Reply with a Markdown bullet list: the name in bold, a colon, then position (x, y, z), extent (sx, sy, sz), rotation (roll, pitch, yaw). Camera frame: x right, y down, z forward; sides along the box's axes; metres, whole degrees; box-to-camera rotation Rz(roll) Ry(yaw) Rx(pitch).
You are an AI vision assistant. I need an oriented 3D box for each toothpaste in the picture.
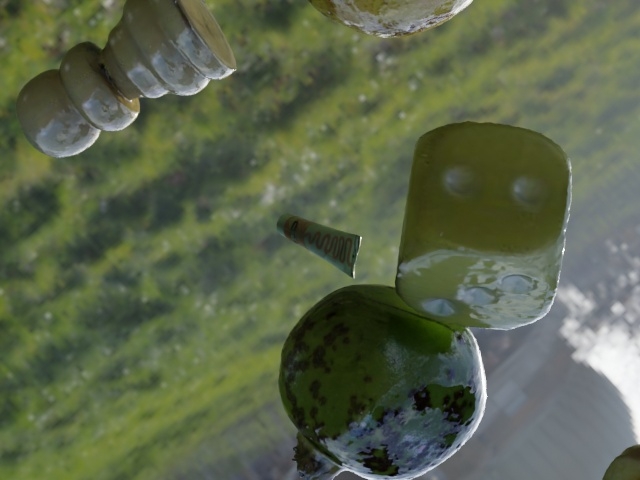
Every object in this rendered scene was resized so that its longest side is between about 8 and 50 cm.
- **toothpaste**: position (0.000, 0.000, 1.895), extent (0.036, 0.056, 0.205), rotation (0, -168, -27)

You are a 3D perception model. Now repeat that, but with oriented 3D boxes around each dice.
- **dice**: position (0.173, -0.014, 1.544), extent (0.166, 0.169, 0.169), rotation (92, 7, -57)

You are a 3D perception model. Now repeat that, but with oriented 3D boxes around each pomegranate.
- **pomegranate**: position (0.061, 0.175, 1.674), extent (0.270, 0.254, 0.254), rotation (-46, -176, -4)

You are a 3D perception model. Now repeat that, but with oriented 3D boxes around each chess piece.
- **chess piece**: position (-0.241, -0.195, 1.686), extent (0.261, 0.142, 0.143), rotation (-30, -173, 14)

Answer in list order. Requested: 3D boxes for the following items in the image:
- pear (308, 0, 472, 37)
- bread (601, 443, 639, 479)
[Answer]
- **pear**: position (0.054, -0.235, 1.015), extent (0.178, 0.178, 0.178), rotation (-43, -176, 4)
- **bread**: position (0.429, 0.309, 1.575), extent (0.338, 0.187, 0.155), rotation (15, 88, -64)
